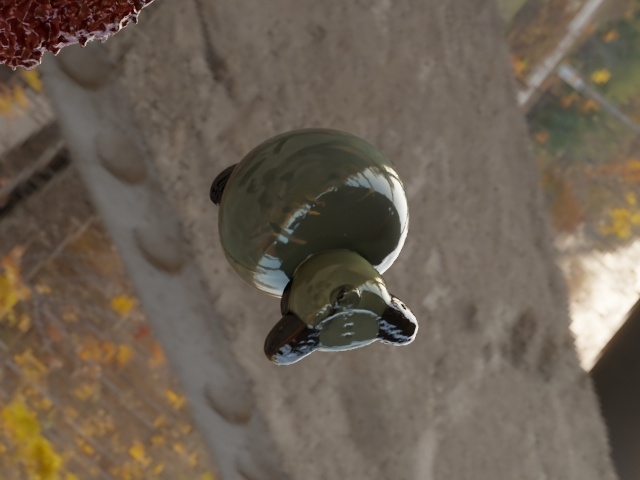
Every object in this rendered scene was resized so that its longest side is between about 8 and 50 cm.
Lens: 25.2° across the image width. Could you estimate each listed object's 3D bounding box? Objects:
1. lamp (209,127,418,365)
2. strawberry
[{"bbox_3d":[0.000,0.000,1.429,0.197,0.244,0.198,-10,144,-7],"label":"lamp"},{"bbox_3d":[-0.282,-0.273,1.475,0.208,0.167,0.087,-22,155,15],"label":"strawberry"}]
